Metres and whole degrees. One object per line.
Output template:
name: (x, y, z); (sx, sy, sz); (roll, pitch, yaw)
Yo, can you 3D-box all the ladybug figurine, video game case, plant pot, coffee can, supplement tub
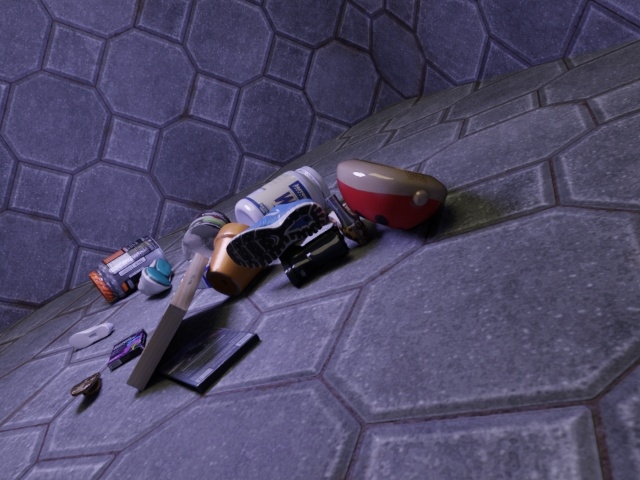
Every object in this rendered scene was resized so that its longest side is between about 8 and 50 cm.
ladybug figurine: (0.195, -0.137, 1.440); (0.305, 0.162, 0.449); (10, 11, -13)
video game case: (-0.303, 0.301, 1.286); (0.196, 0.026, 0.274); (-40, 20, -33)
plant pot: (-0.287, 0.077, 1.653); (0.205, 0.205, 0.188); (-15, 37, 37)
coffee can: (-0.496, -0.010, 2.178); (0.201, 0.201, 0.275); (-28, 18, 0)
supplement tub: (-0.140, -0.124, 1.897); (0.325, 0.235, 0.235); (-36, 19, -23)
supplement tub: (-0.948, 0.141, 2.431); (0.338, 0.207, 0.207); (-36, 19, -25)

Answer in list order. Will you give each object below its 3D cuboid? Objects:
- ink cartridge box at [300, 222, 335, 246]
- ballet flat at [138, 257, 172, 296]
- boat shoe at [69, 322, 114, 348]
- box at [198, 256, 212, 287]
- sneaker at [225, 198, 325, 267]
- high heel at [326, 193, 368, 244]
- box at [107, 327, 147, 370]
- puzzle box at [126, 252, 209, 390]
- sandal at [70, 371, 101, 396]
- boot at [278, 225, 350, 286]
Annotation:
ink cartridge box: (0.000, 0.000, 1.638); (0.088, 0.052, 0.122); (-19, 18, 30)
ballet flat: (-0.742, 0.181, 2.179); (0.139, 0.139, 0.400); (-30, 13, -6)
boat shoe: (-0.910, 0.374, 1.954); (0.184, 0.066, 0.063); (-28, 3, 9)
box: (-0.434, 0.124, 1.918); (0.137, 0.072, 0.126); (-8, 27, 47)
sneaker: (-0.138, -0.028, 1.517); (0.330, 0.130, 0.147); (-26, 20, 5)
high heel: (0.107, -0.039, 1.594); (0.093, 0.186, 0.261); (-38, -18, 6)
box: (-0.641, 0.359, 1.631); (0.116, 0.029, 0.162); (-31, 16, -8)
puzzle box: (-0.441, 0.220, 1.459); (0.272, 0.052, 0.409); (-59, 12, 12)
sandal: (-0.691, 0.437, 1.466); (0.072, 0.049, 0.180); (-27, 2, -14)
boot: (-0.025, 0.028, 1.518); (0.207, 0.094, 0.246); (-32, 24, -1)
